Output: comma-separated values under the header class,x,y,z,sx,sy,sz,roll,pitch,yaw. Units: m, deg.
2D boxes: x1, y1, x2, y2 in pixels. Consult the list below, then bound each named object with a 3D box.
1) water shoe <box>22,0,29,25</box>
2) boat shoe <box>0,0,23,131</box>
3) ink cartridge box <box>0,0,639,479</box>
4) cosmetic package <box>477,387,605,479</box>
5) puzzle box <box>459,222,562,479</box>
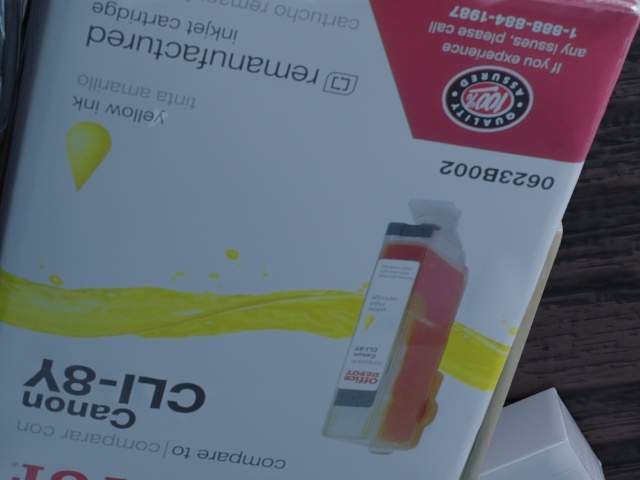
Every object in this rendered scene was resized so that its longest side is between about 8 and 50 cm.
class,x,y,z,sx,sy,sz,roll,pitch,yaw
water shoe,-0.208,-0.145,1.147,0.080,0.073,0.203,14,119,-11
boat shoe,-0.196,-0.130,1.074,0.066,0.063,0.184,9,122,-1
ink cartridge box,-0.029,-0.022,1.061,0.279,0.160,0.385,9,125,-12
cosmetic package,0.088,0.200,1.490,0.239,0.060,0.099,-23,128,13
puzzle box,-0.027,0.123,1.300,0.272,0.052,0.409,7,125,-11
